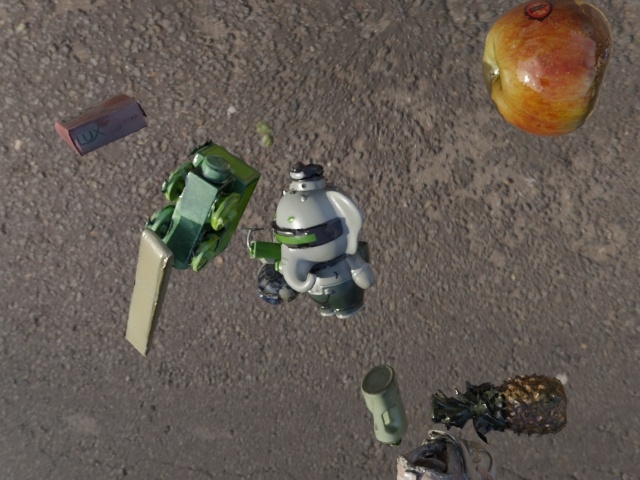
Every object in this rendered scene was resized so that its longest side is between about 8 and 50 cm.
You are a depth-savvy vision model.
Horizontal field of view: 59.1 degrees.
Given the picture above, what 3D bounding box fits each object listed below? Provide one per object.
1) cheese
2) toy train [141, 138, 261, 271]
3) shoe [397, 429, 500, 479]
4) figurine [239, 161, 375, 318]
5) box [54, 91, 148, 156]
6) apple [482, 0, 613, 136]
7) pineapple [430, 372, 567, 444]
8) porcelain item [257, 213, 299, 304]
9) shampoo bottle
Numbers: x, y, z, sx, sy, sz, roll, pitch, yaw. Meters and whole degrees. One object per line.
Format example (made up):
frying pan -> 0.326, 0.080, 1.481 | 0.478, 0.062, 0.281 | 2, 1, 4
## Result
cheese -> -0.376, 0.128, 1.227 | 0.085, 0.034, 0.400 | 40, 136, 13
toy train -> -0.241, -0.065, 1.171 | 0.159, 0.188, 0.272 | 33, 121, 4
shoe -> 0.303, 0.536, 1.304 | 0.171, 0.351, 0.198 | 6, 107, 37
figurine -> 0.000, 0.000, 0.662 | 0.147, 0.126, 0.192 | 9, 119, 50
box -> -0.430, -0.232, 1.113 | 0.156, 0.111, 0.060 | -31, 125, -22
apple -> 0.471, -0.374, 1.209 | 0.250, 0.309, 0.278 | 14, 120, 12
pineapple -> 0.416, 0.399, 1.339 | 0.309, 0.170, 0.141 | -5, 125, 10
porcelain item -> -0.084, 0.034, 1.497 | 0.138, 0.186, 0.288 | 20, 77, -12
shampoo bottle -> 0.179, 0.458, 1.506 | 0.087, 0.118, 0.234 | -1, 119, 30
